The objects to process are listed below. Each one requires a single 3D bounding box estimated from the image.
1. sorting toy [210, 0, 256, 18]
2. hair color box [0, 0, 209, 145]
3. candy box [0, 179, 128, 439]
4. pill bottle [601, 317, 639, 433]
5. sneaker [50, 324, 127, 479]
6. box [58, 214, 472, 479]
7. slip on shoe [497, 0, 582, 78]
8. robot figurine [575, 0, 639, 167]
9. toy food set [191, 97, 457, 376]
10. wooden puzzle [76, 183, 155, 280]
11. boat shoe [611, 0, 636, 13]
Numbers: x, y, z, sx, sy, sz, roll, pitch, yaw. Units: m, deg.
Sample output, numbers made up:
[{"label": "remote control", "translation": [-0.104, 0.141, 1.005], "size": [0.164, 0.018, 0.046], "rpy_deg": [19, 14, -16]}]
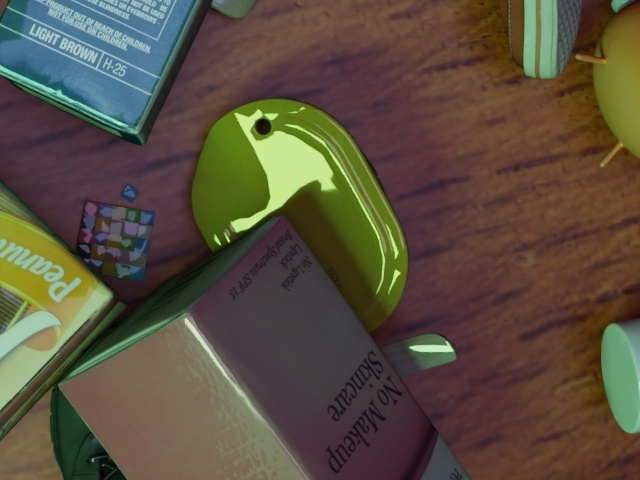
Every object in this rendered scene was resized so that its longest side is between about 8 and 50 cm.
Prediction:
[{"label": "sorting toy", "translation": [-0.098, -0.280, 1.155], "size": [0.208, 0.038, 0.193], "rpy_deg": [28, 89, -11]}, {"label": "hair color box", "translation": [-0.084, -0.237, 1.055], "size": [0.105, 0.174, 0.347], "rpy_deg": [25, 89, -5]}, {"label": "candy box", "translation": [-0.299, -0.003, 1.078], "size": [0.316, 0.087, 0.183], "rpy_deg": [43, 86, 4]}, {"label": "pill bottle", "translation": [0.305, 0.084, 1.214], "size": [0.194, 0.108, 0.108], "rpy_deg": [-8, 95, -10]}, {"label": "sneaker", "translation": [-0.119, 0.199, 1.138], "size": [0.109, 0.130, 0.286], "rpy_deg": [-9, 94, -7]}, {"label": "box", "translation": [-0.030, 0.127, 1.099], "size": [0.127, 0.148, 0.232], "rpy_deg": [-29, 101, 34]}, {"label": "slip on shoe", "translation": [0.115, -0.271, 1.167], "size": [0.101, 0.123, 0.331], "rpy_deg": [-10, 102, 23]}, {"label": "robot figurine", "translation": [0.285, -0.128, 1.187], "size": [0.219, 0.158, 0.128], "rpy_deg": [-21, 69, -8]}, {"label": "toy food set", "translation": [0.000, 0.000, 1.182], "size": [0.128, 0.071, 0.217], "rpy_deg": [-26, 96, 17]}, {"label": "wooden puzzle", "translation": [-0.144, 0.001, 1.182], "size": [0.049, 0.006, 0.083], "rpy_deg": [10, 92, -10]}, {"label": "boat shoe", "translation": [0.250, -0.196, 1.227], "size": [0.100, 0.035, 0.035], "rpy_deg": [-27, 71, -3]}]
